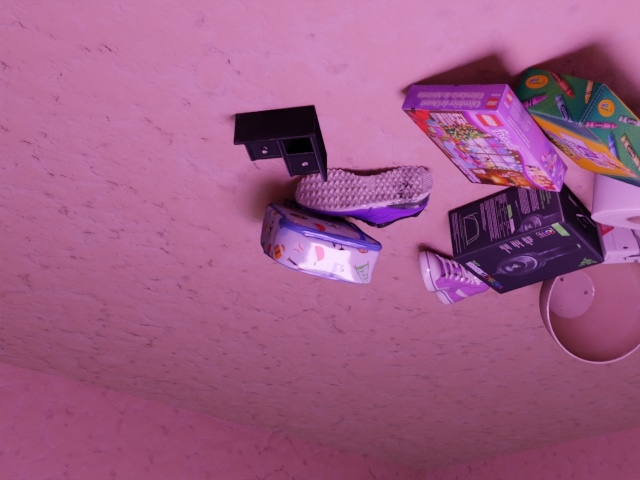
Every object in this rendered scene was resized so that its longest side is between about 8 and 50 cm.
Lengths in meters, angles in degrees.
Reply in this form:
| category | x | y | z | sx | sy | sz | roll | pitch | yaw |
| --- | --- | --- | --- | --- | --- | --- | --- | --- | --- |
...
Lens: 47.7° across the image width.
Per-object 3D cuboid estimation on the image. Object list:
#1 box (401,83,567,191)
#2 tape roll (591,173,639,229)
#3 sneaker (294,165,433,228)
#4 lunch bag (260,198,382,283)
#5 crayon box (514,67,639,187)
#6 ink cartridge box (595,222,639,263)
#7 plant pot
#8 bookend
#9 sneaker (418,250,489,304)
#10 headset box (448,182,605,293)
| category | x | y | z | sx | sy | sz | roll | pitch | yaw |
| --- | --- | --- | --- | --- | --- | --- | --- | --- | --- |
| box | 0.309 | -0.188 | 1.343 | 0.200 | 0.057 | 0.293 | 10 | 163 | 43 |
| tape roll | 0.699 | -0.084 | 1.456 | 0.286 | 0.100 | 0.286 | 7 | 174 | 1 |
| sneaker | 0.093 | -0.077 | 1.569 | 0.293 | 0.102 | 0.146 | -2 | 150 | 2 |
| lunch bag | 0.000 | 0.000 | 1.560 | 0.243 | 0.115 | 0.303 | 12 | -170 | -13 |
| crayon box | 0.488 | -0.198 | 1.300 | 0.278 | 0.081 | 0.165 | 26 | -175 | -38 |
| ink cartridge box | 0.727 | -0.003 | 1.705 | 0.135 | 0.099 | 0.056 | -4 | 149 | 5 |
| plant pot | 0.677 | 0.152 | 1.848 | 0.284 | 0.284 | 0.191 | 3 | -175 | -6 |
| bookend | -0.074 | -0.181 | 1.420 | 0.157 | 0.072 | 0.156 | -4 | 150 | 8 |
| sneaker | 0.352 | 0.077 | 1.853 | 0.161 | 0.102 | 0.282 | -17 | 156 | 21 |
| headset box | 0.480 | -0.010 | 1.658 | 0.283 | 0.131 | 0.246 | -22 | 144 | 31 |
